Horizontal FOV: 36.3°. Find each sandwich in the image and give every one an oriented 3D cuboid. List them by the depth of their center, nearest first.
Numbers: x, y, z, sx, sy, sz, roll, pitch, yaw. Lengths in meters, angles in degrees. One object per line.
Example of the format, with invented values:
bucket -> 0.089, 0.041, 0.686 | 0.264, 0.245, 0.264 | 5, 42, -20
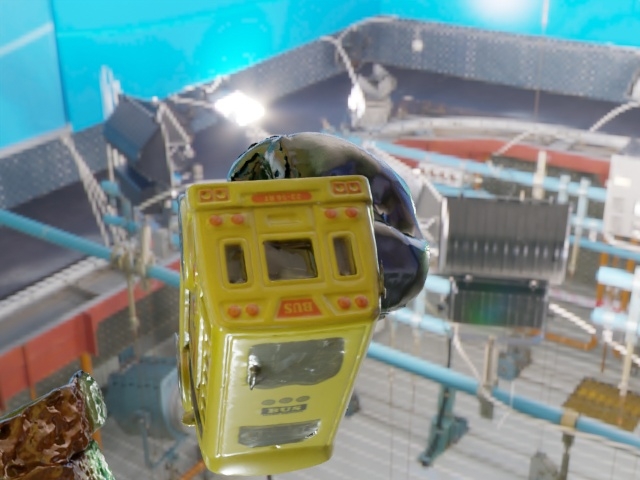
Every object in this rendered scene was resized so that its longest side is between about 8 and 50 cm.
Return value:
sandwich -> -0.270, 0.209, 0.754 | 0.292, 0.109, 0.212 | -30, -176, -42

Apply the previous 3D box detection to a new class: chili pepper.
chili pepper -> 0.000, 0.000, 1.239 | 0.257, 0.233, 0.248 | 11, -123, -37

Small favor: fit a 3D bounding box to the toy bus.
toy bus -> -0.040, 0.085, 0.777 | 0.144, 0.330, 0.152 | -4, -122, -11
